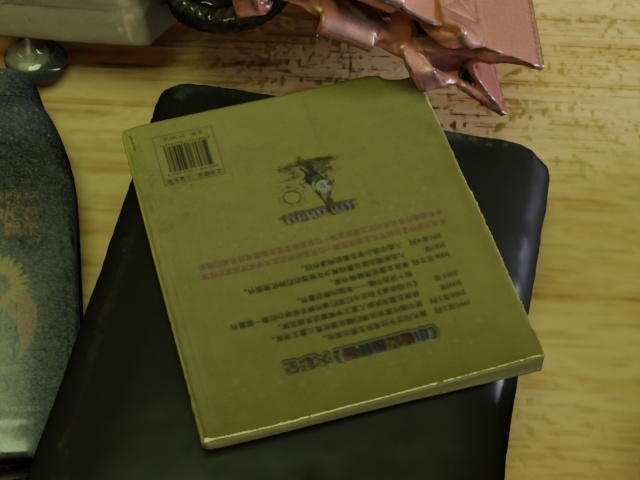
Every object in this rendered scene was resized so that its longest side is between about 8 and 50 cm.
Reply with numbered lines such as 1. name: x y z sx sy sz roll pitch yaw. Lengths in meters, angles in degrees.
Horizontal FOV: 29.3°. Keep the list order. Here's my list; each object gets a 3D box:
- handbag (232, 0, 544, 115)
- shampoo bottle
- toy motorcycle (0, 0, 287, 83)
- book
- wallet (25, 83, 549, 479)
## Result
1. handbag: 0.018 -0.163 0.673 0.213 0.059 0.157 22 41 -23
2. shampoo bottle: -0.174 0.013 0.670 0.087 0.049 0.233 -5 64 -3
3. toy motorcycle: -0.132 -0.186 0.745 0.260 0.110 0.170 8 48 13
4. book: 0.000 0.000 0.615 0.168 0.013 0.192 -12 56 -10
5. wallet: -0.021 0.104 0.590 0.229 0.062 0.406 10 56 7
